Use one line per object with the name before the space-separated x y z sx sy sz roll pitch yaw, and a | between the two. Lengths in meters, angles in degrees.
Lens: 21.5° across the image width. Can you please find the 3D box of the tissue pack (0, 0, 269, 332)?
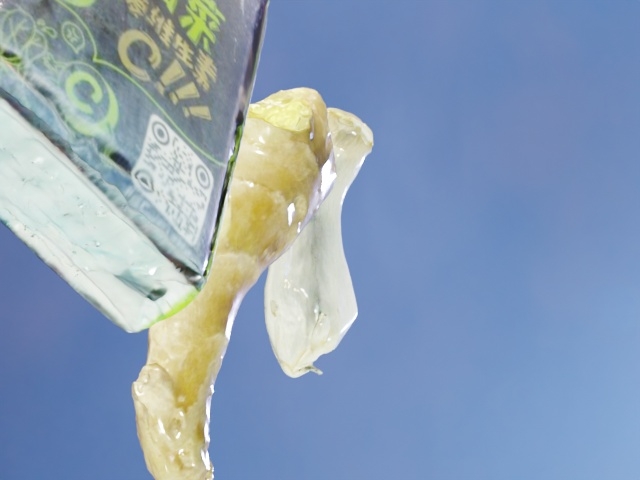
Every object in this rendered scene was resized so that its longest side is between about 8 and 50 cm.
tissue pack | -0.111 -0.095 0.862 0.173 0.073 0.235 45 -145 -32

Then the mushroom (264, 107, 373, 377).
mushroom | -0.003 0.001 1.682 0.096 0.099 0.278 8 -104 -10

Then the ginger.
ginger | -0.062 0.027 1.132 0.131 0.086 0.294 60 -135 -63
